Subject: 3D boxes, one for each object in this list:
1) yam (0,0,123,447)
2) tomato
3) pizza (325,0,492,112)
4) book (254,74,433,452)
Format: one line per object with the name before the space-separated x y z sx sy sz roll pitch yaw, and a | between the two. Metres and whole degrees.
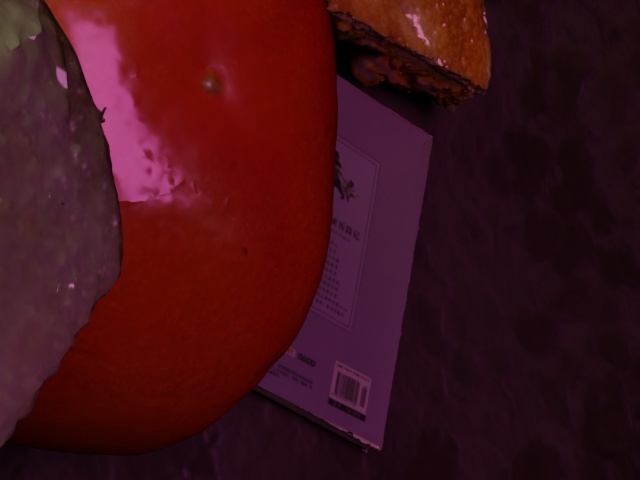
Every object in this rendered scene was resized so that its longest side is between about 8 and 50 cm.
yam | -0.199 0.026 0.515 0.201 0.271 0.202 51 42 -21
tomato | -0.097 -0.044 0.703 0.260 0.180 0.260 13 70 -40
pizza | 0.025 -0.143 0.951 0.134 0.046 0.175 -24 95 -47
book | 0.000 0.000 0.907 0.127 0.014 0.182 30 59 -37
